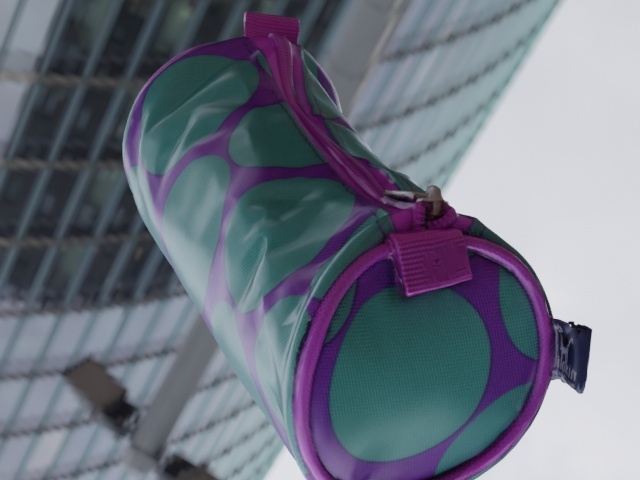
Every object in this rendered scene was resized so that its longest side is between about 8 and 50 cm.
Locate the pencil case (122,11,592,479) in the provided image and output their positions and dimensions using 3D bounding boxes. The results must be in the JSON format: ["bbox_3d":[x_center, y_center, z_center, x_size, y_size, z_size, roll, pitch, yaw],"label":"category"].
[{"bbox_3d":[0.000,0.000,0.431,0.064,0.070,0.151,6,-160,-23],"label":"pencil case"}]
